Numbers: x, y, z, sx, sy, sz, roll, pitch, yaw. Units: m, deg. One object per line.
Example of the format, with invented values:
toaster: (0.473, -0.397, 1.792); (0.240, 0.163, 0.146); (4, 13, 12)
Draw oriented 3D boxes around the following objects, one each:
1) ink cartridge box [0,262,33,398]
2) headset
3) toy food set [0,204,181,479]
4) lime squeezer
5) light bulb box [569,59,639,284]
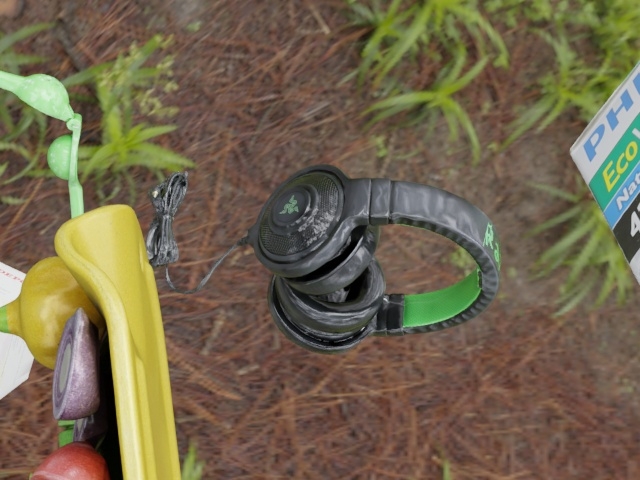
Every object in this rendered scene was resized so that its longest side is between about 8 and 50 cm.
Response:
ink cartridge box: (-0.274, 0.071, 0.973); (0.092, 0.143, 0.089); (25, 113, 11)
headset: (0.000, 0.000, 1.432); (0.394, 0.243, 0.185); (0, 56, 8)
toy food set: (-0.095, 0.097, 0.512); (0.071, 0.128, 0.217); (-8, 80, -2)
lime squeezer: (-0.289, -0.096, 1.325); (0.110, 0.059, 0.310); (-35, 112, -14)
light bulb box: (0.396, 0.016, 0.815); (0.358, 0.361, 0.225); (25, 116, -20)
